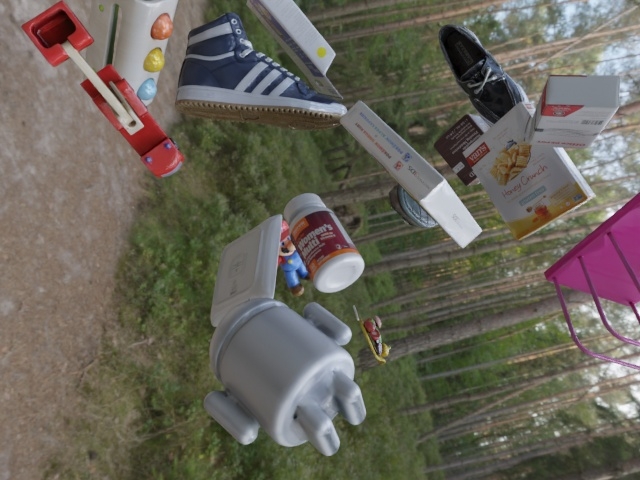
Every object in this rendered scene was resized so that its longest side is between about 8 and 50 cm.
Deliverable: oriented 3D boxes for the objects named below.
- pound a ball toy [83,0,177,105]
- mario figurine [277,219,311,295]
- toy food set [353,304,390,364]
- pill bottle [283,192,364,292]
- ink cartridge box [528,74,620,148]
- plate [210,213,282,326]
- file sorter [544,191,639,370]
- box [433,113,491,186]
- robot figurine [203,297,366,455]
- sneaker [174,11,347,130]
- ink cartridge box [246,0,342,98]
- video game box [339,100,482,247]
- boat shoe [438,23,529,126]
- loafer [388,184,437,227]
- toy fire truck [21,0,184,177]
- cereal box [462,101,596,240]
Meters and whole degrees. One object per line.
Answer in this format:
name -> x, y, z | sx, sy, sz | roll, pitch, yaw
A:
pound a ball toy -> -0.363, -0.443, 0.941 | 0.319, 0.135, 0.208 | -49, -175, 43
mario figurine -> -0.102, 0.063, 1.607 | 0.198, 0.169, 0.321 | -83, 155, -47
toy food set -> 0.194, 0.328, 1.562 | 0.128, 0.071, 0.218 | -80, 145, -84
pill bottle -> 0.000, 0.000, 1.010 | 0.121, 0.121, 0.221 | 83, -19, -53
ink cartridge box -> 0.403, -0.205, 0.713 | 0.135, 0.099, 0.056 | 44, 55, -70
plate -> -0.222, 0.081, 1.252 | 0.045, 0.277, 0.278 | 30, 48, -35
file sorter -> 0.564, 0.066, 0.710 | 0.291, 0.201, 0.182 | 117, -15, -45
box -> 0.561, -0.332, 1.622 | 0.167, 0.168, 0.203 | -15, 67, -53
robot figurine -> -0.078, 0.242, 0.849 | 0.353, 0.299, 0.200 | 31, -34, 37
sneaker -> -0.090, -0.274, 0.731 | 0.099, 0.281, 0.153 | 156, -62, -79
ink cartridge box -> -0.056, -0.503, 1.111 | 0.307, 0.072, 0.304 | 43, 7, -23
video game box -> 0.136, -0.091, 0.641 | 0.205, 0.048, 0.187 | 28, 24, -55
boat shoe -> 0.372, -0.379, 1.025 | 0.102, 0.108, 0.302 | -11, 71, -53
loafer -> 0.211, -0.066, 0.969 | 0.267, 0.084, 0.096 | 7, 75, -52
toy fire truck -> -0.225, -0.152, 0.495 | 0.192, 0.047, 0.135 | 55, -7, -22
cereal box -> 0.430, -0.144, 0.937 | 0.173, 0.047, 0.240 | -46, -116, 48
